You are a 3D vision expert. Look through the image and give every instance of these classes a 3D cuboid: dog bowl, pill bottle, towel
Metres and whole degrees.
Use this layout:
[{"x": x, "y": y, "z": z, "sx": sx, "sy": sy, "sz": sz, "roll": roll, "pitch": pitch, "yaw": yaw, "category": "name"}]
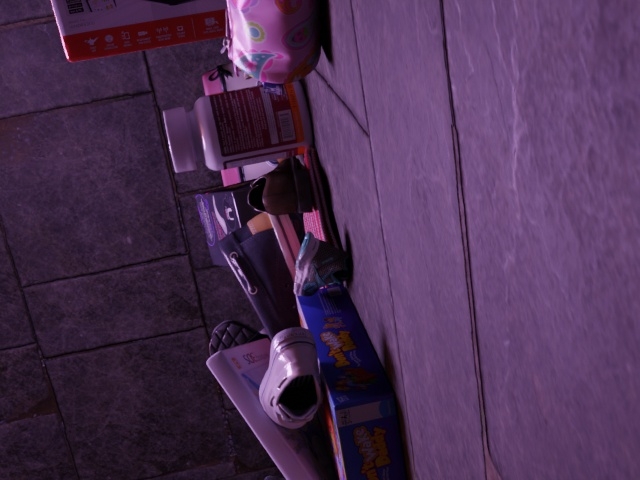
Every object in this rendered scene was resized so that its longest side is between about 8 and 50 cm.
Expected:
[{"x": -0.174, "y": -0.236, "z": 2.264, "sx": 0.408, "sy": 0.150, "sz": 0.408, "roll": 168, "pitch": 90, "yaw": -84, "category": "dog bowl"}, {"x": -0.130, "y": -0.177, "z": 1.523, "sx": 0.121, "sy": 0.221, "sz": 0.121, "roll": 169, "pitch": 90, "yaw": -85, "category": "pill bottle"}, {"x": 0.000, "y": 0.000, "z": 1.576, "sx": 0.275, "sy": 0.031, "sz": 0.198, "roll": 93, "pitch": 167, "yaw": -62, "category": "towel"}]

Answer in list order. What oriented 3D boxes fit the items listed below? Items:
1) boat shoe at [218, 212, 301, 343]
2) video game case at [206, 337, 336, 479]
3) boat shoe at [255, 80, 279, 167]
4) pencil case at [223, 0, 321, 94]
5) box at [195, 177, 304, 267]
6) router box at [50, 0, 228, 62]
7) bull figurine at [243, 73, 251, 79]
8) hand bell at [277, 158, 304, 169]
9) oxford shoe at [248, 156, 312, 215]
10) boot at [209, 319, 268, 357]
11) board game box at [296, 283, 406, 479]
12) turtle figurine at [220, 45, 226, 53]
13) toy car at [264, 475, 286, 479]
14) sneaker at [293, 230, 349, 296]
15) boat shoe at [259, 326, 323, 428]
[{"x": -0.053, "y": 0.192, "z": 1.752, "sx": 0.187, "sy": 0.156, "sz": 0.500, "roll": -165, "pitch": 56, "yaw": -85, "category": "boat shoe"}, {"x": -0.033, "y": 0.299, "z": 1.491, "sx": 0.329, "sy": 0.036, "sz": 0.300, "roll": 54, "pitch": -173, "yaw": 7, "category": "video game case"}, {"x": -0.097, "y": -0.234, "z": 1.876, "sx": 0.083, "sy": 0.065, "sz": 0.183, "roll": -149, "pitch": 51, "yaw": -83, "category": "boat shoe"}, {"x": -0.063, "y": -0.310, "z": 1.095, "sx": 0.284, "sy": 0.124, "sz": 0.124, "roll": 86, "pitch": 171, "yaw": -50, "category": "pencil case"}, {"x": -0.139, "y": -0.038, "z": 1.972, "sx": 0.270, "sy": 0.143, "sz": 0.165, "roll": 4, "pitch": 110, "yaw": 68, "category": "box"}, {"x": -0.218, "y": -0.419, "z": 1.318, "sx": 0.082, "sy": 0.336, "sz": 0.301, "roll": -106, "pitch": 7, "yaw": -48, "category": "router box"}, {"x": -0.115, "y": -0.375, "z": 1.575, "sx": 0.310, "sy": 0.101, "sz": 0.188, "roll": -10, "pitch": -97, "yaw": -89, "category": "bull figurine"}, {"x": -0.072, "y": -0.154, "z": 1.742, "sx": 0.242, "sy": 0.126, "sz": 0.126, "roll": -125, "pitch": 21, "yaw": -48, "category": "hand bell"}, {"x": -0.071, "y": -0.087, "z": 1.536, "sx": 0.227, "sy": 0.096, "sz": 0.082, "roll": -124, "pitch": 24, "yaw": -81, "category": "oxford shoe"}, {"x": -0.105, "y": 0.236, "z": 1.968, "sx": 0.338, "sy": 0.118, "sz": 0.222, "roll": 42, "pitch": -170, "yaw": -27, "category": "boot"}, {"x": 0.043, "y": 0.239, "z": 1.368, "sx": 0.347, "sy": 0.078, "sz": 0.233, "roll": -115, "pitch": 15, "yaw": -68, "category": "board game box"}, {"x": -0.226, "y": -0.530, "z": 1.977, "sx": 0.198, "sy": 0.274, "sz": 0.266, "roll": 44, "pitch": 168, "yaw": 0, "category": "turtle figurine"}, {"x": -0.015, "y": 0.493, "z": 1.922, "sx": 0.149, "sy": 0.188, "sz": 0.155, "roll": 84, "pitch": 172, "yaw": -47, "category": "toy car"}, {"x": 0.004, "y": 0.048, "z": 1.397, "sx": 0.166, "sy": 0.076, "sz": 0.065, "roll": 97, "pitch": -168, "yaw": -69, "category": "sneaker"}, {"x": -0.038, "y": 0.205, "z": 1.270, "sx": 0.226, "sy": 0.083, "sz": 0.075, "roll": 87, "pitch": 171, "yaw": -53, "category": "boat shoe"}]
